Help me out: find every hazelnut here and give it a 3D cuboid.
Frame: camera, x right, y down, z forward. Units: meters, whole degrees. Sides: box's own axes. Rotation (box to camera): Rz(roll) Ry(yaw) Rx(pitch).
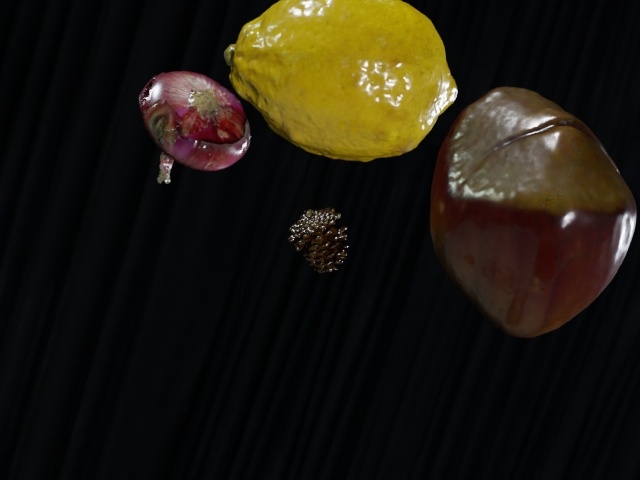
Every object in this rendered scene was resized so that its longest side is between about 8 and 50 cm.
[{"bbox_3d":[0.186,-0.022,0.901,0.181,0.181,0.212,43,28,-38],"label":"hazelnut"}]

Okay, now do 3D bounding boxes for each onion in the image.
[{"bbox_3d":[-0.172,-0.129,1.274,0.150,0.140,0.150,23,37,-18],"label":"onion"}]

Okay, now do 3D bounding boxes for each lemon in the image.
[{"bbox_3d":[0.014,-0.110,0.663,0.155,0.114,0.114,11,5,5],"label":"lemon"}]

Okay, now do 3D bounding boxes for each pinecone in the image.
[{"bbox_3d":[-0.002,0.001,1.697,0.102,0.109,0.102,-13,-6,-1],"label":"pinecone"}]
